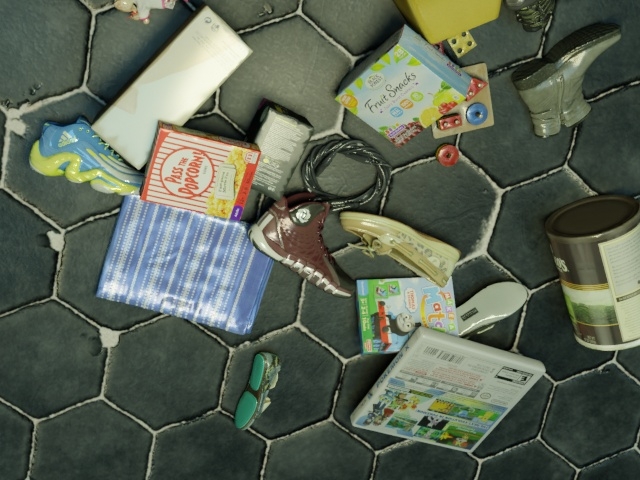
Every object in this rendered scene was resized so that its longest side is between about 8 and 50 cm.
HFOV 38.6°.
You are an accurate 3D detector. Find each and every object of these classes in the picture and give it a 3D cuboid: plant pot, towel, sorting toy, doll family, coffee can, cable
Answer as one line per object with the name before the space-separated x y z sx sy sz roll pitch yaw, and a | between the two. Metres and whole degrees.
plant pot | 0.229 -0.498 1.720 0.212 0.212 0.187 -23 122 -2
towel | -0.271 0.052 1.888 0.336 0.040 0.243 17 103 -14
sorting toy | 0.287 -0.292 1.869 0.132 0.046 0.274 -13 109 -5
doll family | -0.343 -0.529 1.654 0.163 0.118 0.262 -11 138 -2
coffee can | 0.612 0.067 1.955 0.202 0.201 0.275 -21 110 -2
cable | 0.056 -0.137 1.884 0.185 0.047 0.150 -14 105 0

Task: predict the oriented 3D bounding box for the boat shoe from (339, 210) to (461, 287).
boat shoe | 0.162 0.014 1.903 0.285 0.104 0.089 21 86 -18

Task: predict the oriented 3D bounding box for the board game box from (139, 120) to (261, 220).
board game box | -0.224 -0.127 1.697 0.194 0.045 0.146 11 112 -19

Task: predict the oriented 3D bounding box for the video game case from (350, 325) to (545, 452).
video game case | 0.277 0.334 1.998 0.329 0.036 0.300 18 124 -24

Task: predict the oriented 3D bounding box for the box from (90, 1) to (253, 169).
box | -0.280 -0.293 1.721 0.311 0.148 0.121 -45 109 5

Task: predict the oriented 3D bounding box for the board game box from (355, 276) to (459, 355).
board game box | 0.185 0.160 1.958 0.212 0.039 0.160 -2 73 -10

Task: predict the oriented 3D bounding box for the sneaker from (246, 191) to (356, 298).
sneaker | 0.000 0.000 1.867 0.281 0.106 0.162 32 97 -31

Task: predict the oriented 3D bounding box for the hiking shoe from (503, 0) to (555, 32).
hiking shoe | 0.413 -0.454 1.757 0.086 0.227 0.114 5 115 30

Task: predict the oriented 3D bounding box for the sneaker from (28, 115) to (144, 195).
sneaker | -0.435 -0.167 1.763 0.240 0.091 0.126 12 104 -12

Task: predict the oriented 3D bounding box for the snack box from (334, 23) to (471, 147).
snack box | 0.158 -0.295 1.774 0.175 0.070 0.207 35 140 -19

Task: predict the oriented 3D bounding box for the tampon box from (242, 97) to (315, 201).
tampon box | -0.097 -0.181 1.799 0.102 0.120 0.161 24 102 -16

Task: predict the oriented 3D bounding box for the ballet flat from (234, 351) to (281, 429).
ballet flat | -0.130 0.331 1.991 0.070 0.070 0.188 17 108 -14

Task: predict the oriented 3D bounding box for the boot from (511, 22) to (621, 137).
boot | 0.526 -0.329 1.890 0.247 0.083 0.161 -31 117 7

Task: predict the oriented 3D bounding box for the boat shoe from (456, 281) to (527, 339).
boat shoe | 0.353 0.161 2.014 0.219 0.070 0.077 -26 66 5
